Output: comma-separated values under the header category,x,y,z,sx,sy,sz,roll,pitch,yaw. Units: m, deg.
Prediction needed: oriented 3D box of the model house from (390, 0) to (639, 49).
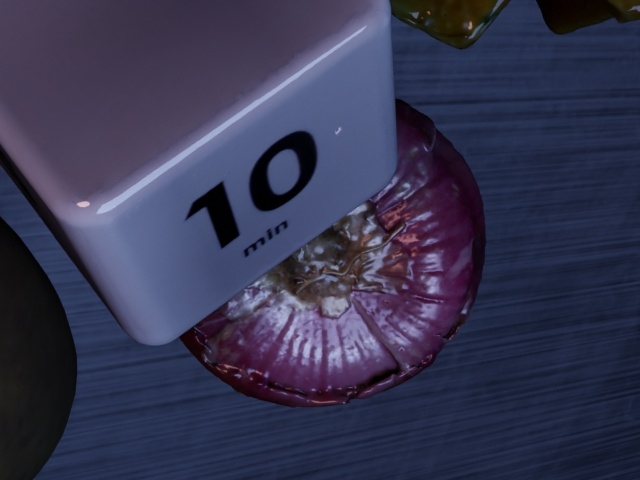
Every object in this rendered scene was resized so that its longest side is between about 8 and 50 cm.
category,x,y,z,sx,sy,sz,roll,pitch,yaw
model house,0.129,-0.188,0.867,0.268,0.239,0.173,-32,138,-16

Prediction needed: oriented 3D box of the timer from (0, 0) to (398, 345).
category,x,y,z,sx,sy,sz,roll,pitch,yaw
timer,-0.086,-0.089,0.769,0.192,0.194,0.195,-36,160,-10

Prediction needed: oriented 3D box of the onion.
category,x,y,z,sx,sy,sz,roll,pitch,yaw
onion,0.000,0.000,0.992,0.230,0.163,0.230,0,98,-3

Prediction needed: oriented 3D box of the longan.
category,x,y,z,sx,sy,sz,roll,pitch,yaw
longan,-0.261,0.073,0.791,0.246,0.215,0.246,-3,134,-3
